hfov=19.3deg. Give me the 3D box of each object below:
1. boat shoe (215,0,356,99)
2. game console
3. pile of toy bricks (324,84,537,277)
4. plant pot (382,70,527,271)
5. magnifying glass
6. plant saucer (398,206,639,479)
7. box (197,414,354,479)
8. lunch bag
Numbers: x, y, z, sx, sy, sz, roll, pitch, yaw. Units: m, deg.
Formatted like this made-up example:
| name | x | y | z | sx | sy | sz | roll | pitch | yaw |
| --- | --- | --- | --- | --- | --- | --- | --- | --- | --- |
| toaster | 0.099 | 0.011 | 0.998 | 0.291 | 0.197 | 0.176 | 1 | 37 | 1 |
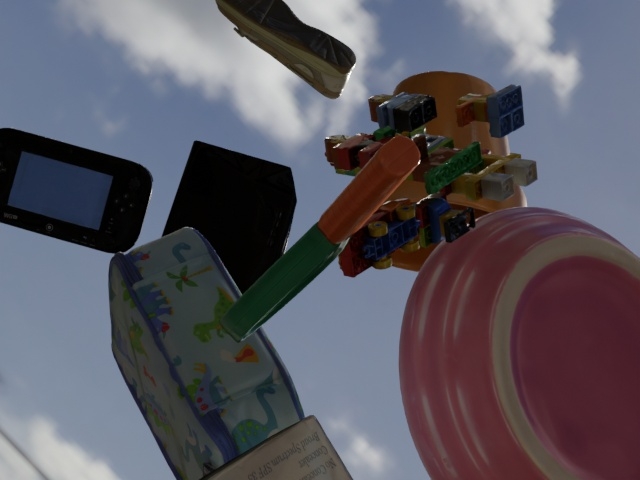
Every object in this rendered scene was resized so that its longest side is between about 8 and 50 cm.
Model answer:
| name | x | y | z | sx | sy | sz | roll | pitch | yaw |
| --- | --- | --- | --- | --- | --- | --- | --- | --- | --- |
| boat shoe | -0.039 | -0.189 | 1.772 | 0.153 | 0.056 | 0.048 | 31 | -49 | 7 |
| game console | -0.213 | -0.020 | 2.063 | 0.361 | 0.213 | 0.044 | 16 | -9 | 11 |
| pile of toy bricks | 0.055 | -0.058 | 1.354 | 0.105 | 0.212 | 0.118 | 11 | -62 | 39 |
| plant pot | 0.140 | -0.086 | 2.198 | 0.205 | 0.188 | 0.205 | 4 | -24 | 2 |
| magnifying glass | 0.000 | 0.000 | 1.142 | 0.026 | 0.092 | 0.231 | 49 | -34 | 2 |
| plant saucer | 0.223 | 0.123 | 1.662 | 0.332 | 0.332 | 0.084 | 50 | -37 | -11 |
| box | 0.001 | 0.288 | 1.216 | 0.121 | 0.148 | 0.311 | -34 | -93 | 33 |
| lunch bag | -0.090 | 0.116 | 1.469 | 0.219 | 0.090 | 0.176 | 58 | -20 | 27 |
